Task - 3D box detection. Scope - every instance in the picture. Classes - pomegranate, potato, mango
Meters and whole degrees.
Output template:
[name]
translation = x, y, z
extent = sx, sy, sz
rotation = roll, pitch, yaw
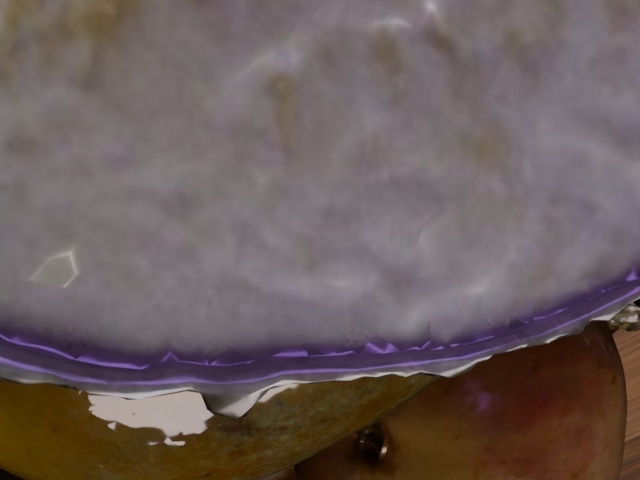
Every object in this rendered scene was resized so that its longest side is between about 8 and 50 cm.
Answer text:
[pomegranate]
translation = 0.078, 0.093, 1.066
extent = 0.191, 0.191, 0.191
rotation = -16, 160, -6
[potato]
translation = -0.021, -0.102, 0.471
extent = 0.299, 0.246, 0.196
rotation = 12, -168, -10
[mango]
translation = 0.001, 0.003, 0.807
extent = 0.329, 0.176, 0.176
rotation = -14, -157, -14

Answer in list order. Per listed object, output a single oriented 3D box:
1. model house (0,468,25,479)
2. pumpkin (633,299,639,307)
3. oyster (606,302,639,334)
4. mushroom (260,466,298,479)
[model house]
translation = -0.159, 0.127, 0.968
extent = 0.243, 0.204, 0.211
rotation = -2, 159, 2
[pumpkin]
translation = 0.205, -0.028, 0.939
extent = 0.167, 0.125, 0.167
rotation = -50, 174, -7
[oyster]
translation = 0.151, 0.027, 1.155
extent = 0.105, 0.056, 0.177
rotation = 14, 147, -43
[mushroom]
translation = -0.064, 0.199, 1.161
extent = 0.227, 0.217, 0.148
rotation = -34, 154, 35
